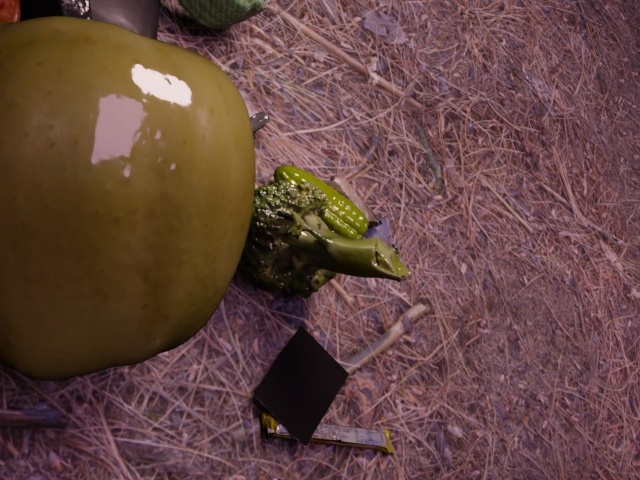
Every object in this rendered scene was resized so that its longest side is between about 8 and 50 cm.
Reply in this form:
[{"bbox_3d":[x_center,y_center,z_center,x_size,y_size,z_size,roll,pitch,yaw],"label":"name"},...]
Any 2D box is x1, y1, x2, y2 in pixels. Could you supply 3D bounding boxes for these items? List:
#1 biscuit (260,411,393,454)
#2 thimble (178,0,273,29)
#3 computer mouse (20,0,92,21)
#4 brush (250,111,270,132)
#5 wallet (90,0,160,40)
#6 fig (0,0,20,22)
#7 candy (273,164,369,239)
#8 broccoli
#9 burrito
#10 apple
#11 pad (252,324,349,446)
[{"bbox_3d":[0.020,0.332,1.496,0.291,0.026,0.048,17,56,-36],"label":"biscuit"},{"bbox_3d":[-0.188,-0.500,1.581,0.219,0.150,0.219,28,55,-49],"label":"thimble"},{"bbox_3d":[-0.441,-0.391,1.319,0.087,0.168,0.295,-31,92,-52],"label":"computer mouse"},{"bbox_3d":[-0.192,-0.148,1.514,0.070,0.051,0.323,52,48,-2],"label":"brush"},{"bbox_3d":[-0.359,-0.471,1.509,0.197,0.051,0.378,22,56,-36],"label":"wallet"},{"bbox_3d":[-0.502,-0.357,1.240,0.175,0.175,0.207,37,57,-24],"label":"fig"},{"bbox_3d":[-0.004,-0.064,1.614,0.209,0.096,0.097,41,49,-14],"label":"candy"},{"bbox_3d":[-0.025,-0.022,1.429,0.254,0.302,0.186,29,59,-26],"label":"broccoli"},{"bbox_3d":[0.065,-0.070,1.711,0.149,0.041,0.055,46,34,-17],"label":"burrito"},{"bbox_3d":[-0.300,-0.055,1.107,0.473,0.473,0.474,19,59,-35],"label":"apple"},{"bbox_3d":[-0.030,0.245,1.486,0.127,0.004,0.190,47,41,-8],"label":"pad"}]
